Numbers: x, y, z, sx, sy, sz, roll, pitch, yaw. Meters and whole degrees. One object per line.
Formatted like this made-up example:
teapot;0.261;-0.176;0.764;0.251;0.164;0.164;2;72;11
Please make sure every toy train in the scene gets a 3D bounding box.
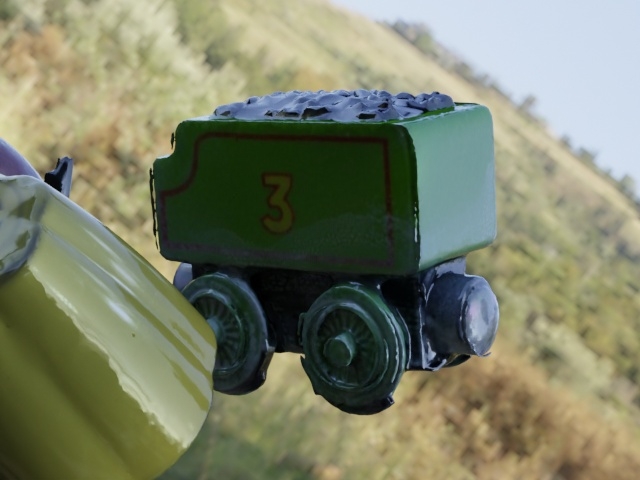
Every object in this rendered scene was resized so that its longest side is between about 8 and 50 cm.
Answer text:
toy train;0.000;0.000;1.409;0.307;0.249;0.173;3;13;34

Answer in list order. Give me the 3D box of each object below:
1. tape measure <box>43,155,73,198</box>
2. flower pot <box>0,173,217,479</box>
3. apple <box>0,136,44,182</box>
tape measure;-0.252;0.097;1.820;0.098;0.351;0.215;3;-5;30
flower pot;-0.188;0.060;1.100;0.195;0.195;0.179;34;-19;49
apple;-0.432;0.017;1.915;0.288;0.317;0.288;11;-48;13
